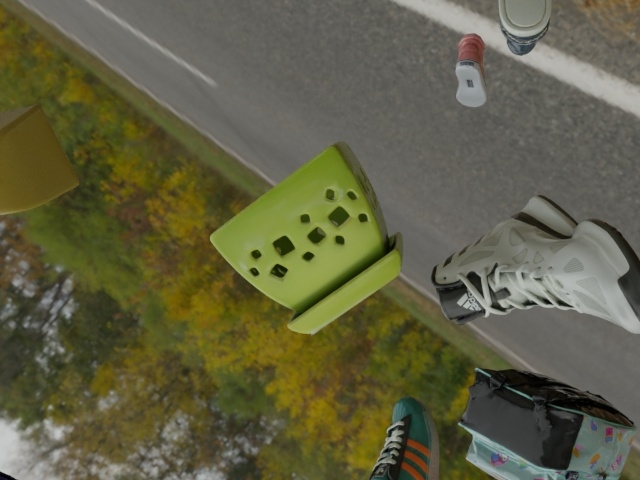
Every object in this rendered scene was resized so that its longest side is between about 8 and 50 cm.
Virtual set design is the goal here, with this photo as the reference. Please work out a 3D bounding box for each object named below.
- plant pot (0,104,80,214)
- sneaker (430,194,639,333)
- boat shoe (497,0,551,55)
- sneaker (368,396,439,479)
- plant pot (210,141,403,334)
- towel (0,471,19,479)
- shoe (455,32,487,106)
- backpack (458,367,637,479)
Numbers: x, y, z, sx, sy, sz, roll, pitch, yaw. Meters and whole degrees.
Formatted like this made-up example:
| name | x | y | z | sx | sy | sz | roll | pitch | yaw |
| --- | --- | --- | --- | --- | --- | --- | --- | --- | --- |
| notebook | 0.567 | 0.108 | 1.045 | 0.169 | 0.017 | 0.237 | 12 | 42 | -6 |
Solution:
| name | x | y | z | sx | sy | sz | roll | pitch | yaw |
| --- | --- | --- | --- | --- | --- | --- | --- | --- | --- |
| plant pot | -0.283 | -0.062 | 0.700 | 0.081 | 0.083 | 0.081 | -2 | 121 | 32 |
| sneaker | 0.326 | 0.084 | 1.217 | 0.169 | 0.257 | 0.447 | 57 | -178 | -14 |
| boat shoe | 0.283 | -0.378 | 1.091 | 0.095 | 0.254 | 0.079 | -1 | 163 | 7 |
| sneaker | 0.157 | 0.442 | 1.548 | 0.121 | 0.302 | 0.108 | 17 | 142 | -24 |
| plant pot | 0.000 | 0.000 | 1.190 | 0.207 | 0.228 | 0.227 | 55 | -170 | -3 |
| towel | -0.521 | 0.511 | 1.198 | 0.076 | 0.308 | 0.228 | 29 | 163 | 33 |
| shoe | 0.308 | -0.342 | 1.601 | 0.063 | 0.081 | 0.178 | 7 | 164 | 17 |
| backpack | 0.281 | 0.239 | 0.964 | 0.188 | 0.144 | 0.166 | 10 | -178 | -37 |
